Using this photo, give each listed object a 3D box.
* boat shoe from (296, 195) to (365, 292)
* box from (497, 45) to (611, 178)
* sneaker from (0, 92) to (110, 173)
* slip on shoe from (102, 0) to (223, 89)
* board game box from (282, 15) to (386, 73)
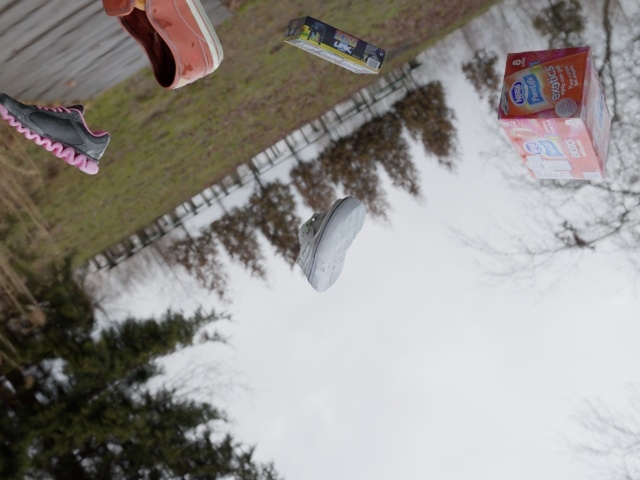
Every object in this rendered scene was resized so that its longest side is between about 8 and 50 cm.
[{"bbox_3d":[0.000,0.000,1.089,0.083,0.076,0.226,-40,163,-32],"label":"boat shoe"},{"bbox_3d":[0.389,-0.199,1.224,0.128,0.123,0.257,3,165,30],"label":"box"},{"bbox_3d":[-0.261,-0.116,0.739,0.057,0.119,0.047,-57,-144,-1],"label":"sneaker"},{"bbox_3d":[-0.247,-0.342,0.986,0.123,0.331,0.101,19,-122,44],"label":"slip on shoe"},{"bbox_3d":[0.025,-0.376,1.446,0.048,0.170,0.141,-68,-160,7],"label":"board game box"}]
